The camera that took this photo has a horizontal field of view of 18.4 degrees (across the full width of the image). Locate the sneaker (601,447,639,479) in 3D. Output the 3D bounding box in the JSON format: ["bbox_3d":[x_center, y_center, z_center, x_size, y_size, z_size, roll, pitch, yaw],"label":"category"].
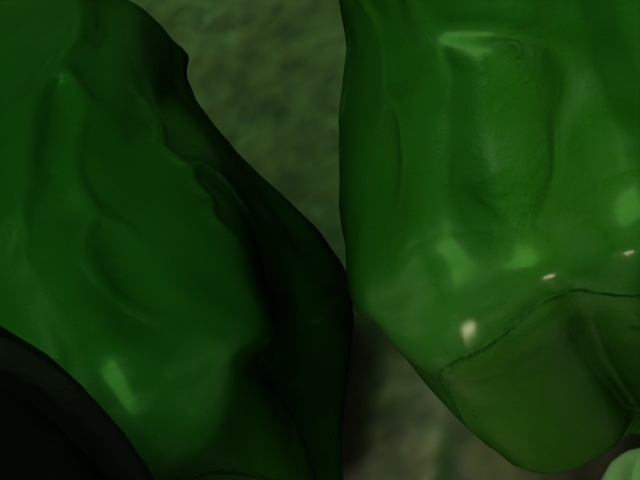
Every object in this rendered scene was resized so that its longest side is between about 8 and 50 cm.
[{"bbox_3d":[0.071,0.058,0.290,0.091,0.094,0.258,-4,75,30],"label":"sneaker"}]

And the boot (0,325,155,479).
[{"bbox_3d":[-0.121,0.177,0.126,0.367,0.146,0.445,-43,13,-6],"label":"boot"}]

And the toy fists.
[{"bbox_3d":[0.000,0.000,0.415,0.279,0.096,0.142,-22,42,10],"label":"toy fists"}]
